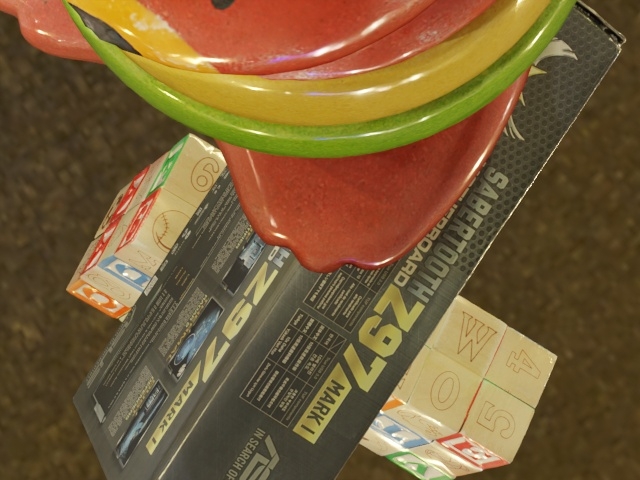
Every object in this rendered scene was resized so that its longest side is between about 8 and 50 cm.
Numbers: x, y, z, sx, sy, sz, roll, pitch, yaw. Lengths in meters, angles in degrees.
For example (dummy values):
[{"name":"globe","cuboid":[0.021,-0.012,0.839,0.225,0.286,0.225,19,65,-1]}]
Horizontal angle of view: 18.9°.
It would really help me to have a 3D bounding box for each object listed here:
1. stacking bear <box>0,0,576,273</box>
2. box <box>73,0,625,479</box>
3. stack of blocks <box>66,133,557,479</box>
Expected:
[{"name":"stacking bear","cuboid":[-0.005,-0.093,0.469,0.164,0.175,0.289,-50,179,1]},{"name":"box","cuboid":[0.000,0.000,0.722,0.059,0.183,0.232,33,90,-15]},{"name":"stack of blocks","cuboid":[-0.010,0.057,1.326,0.297,0.171,0.087,31,68,-12]}]
